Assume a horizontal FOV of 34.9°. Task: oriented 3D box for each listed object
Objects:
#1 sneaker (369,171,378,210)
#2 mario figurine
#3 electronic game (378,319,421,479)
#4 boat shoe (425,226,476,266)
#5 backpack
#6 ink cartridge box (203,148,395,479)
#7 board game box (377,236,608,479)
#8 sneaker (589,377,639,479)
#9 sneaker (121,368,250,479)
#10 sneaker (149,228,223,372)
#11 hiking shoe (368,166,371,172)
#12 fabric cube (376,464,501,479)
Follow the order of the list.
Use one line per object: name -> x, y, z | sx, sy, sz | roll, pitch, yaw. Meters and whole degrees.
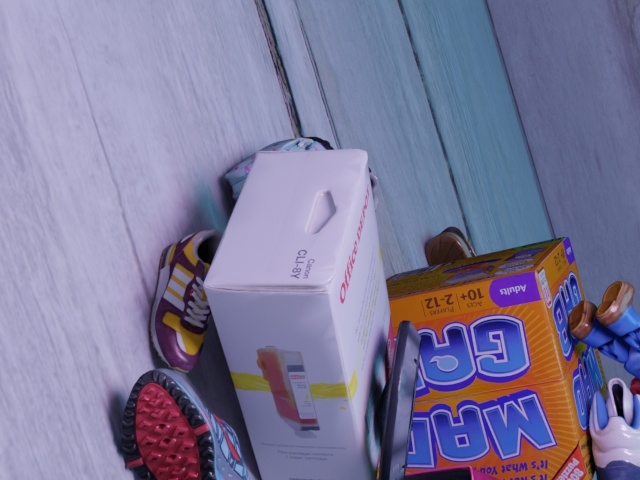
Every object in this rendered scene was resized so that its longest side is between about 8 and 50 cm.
sneaker -> 0.014, -0.020, 1.540 | 0.086, 0.132, 0.229 | 36, 70, -11
mario figurine -> 0.569, 0.189, 1.685 | 0.320, 0.170, 0.198 | 40, -5, -10
electronic game -> 0.102, 0.221, 1.358 | 0.229, 0.048, 0.229 | 6, 90, -83
boat shoe -> 0.342, 0.129, 2.293 | 0.342, 0.123, 0.123 | 65, 26, -8
backpack -> -0.062, -0.086, 1.514 | 0.115, 0.152, 0.182 | 55, 30, -5
ink cartridge box -> -0.009, 0.107, 1.346 | 0.279, 0.160, 0.385 | -74, 160, -48
board game box -> 0.284, 0.226, 1.803 | 0.356, 0.356, 0.356 | -22, 98, -66
sneaker -> 0.534, 0.328, 1.695 | 0.323, 0.130, 0.236 | -27, 108, -60
sneaker -> -0.152, 0.247, 1.187 | 0.125, 0.104, 0.262 | -96, 166, -64
sneaker -> -0.156, 0.069, 1.247 | 0.069, 0.084, 0.186 | 29, 46, -42
hiking shoe -> 0.000, 0.000, 1.663 | 0.132, 0.113, 0.304 | 15, 66, -29
fabric cube -> 0.164, 0.494, 1.515 | 0.258, 0.254, 0.259 | 37, 43, -57
